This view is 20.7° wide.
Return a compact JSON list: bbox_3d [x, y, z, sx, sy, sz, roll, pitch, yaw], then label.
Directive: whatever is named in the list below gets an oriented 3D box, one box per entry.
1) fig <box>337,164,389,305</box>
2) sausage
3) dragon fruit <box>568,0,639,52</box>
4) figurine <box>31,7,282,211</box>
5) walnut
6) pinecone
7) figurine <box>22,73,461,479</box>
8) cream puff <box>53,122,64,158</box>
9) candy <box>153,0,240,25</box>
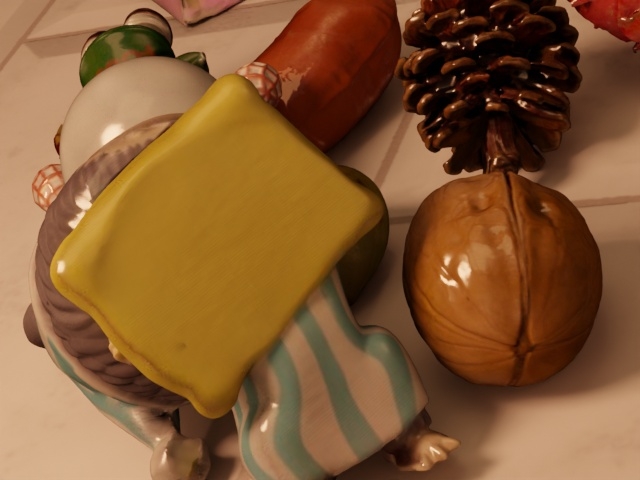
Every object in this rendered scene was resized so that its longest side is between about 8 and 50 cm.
[{"bbox_3d":[-0.004,-0.011,1.656,0.136,0.120,0.153,-17,33,17],"label":"fig"},{"bbox_3d":[0.001,-0.175,1.891,0.133,0.133,0.258,10,49,41],"label":"sausage"},{"bbox_3d":[0.363,-0.341,1.729,0.291,0.269,0.250,-47,-1,40],"label":"dragon fruit"},{"bbox_3d":[-0.180,-0.131,1.787,0.281,0.167,0.370,-27,31,4],"label":"figurine"},{"bbox_3d":[0.152,0.029,1.470,0.167,0.167,0.207,-17,35,10],"label":"walnut"},{"bbox_3d":[0.166,-0.152,1.715,0.186,0.212,0.169,6,-17,-26],"label":"pinecone"},{"bbox_3d":[-0.092,0.080,1.529,0.266,0.361,0.378,-32,0,-20],"label":"figurine"},{"bbox_3d":[-0.225,-0.112,1.977,0.149,0.084,0.149,-14,30,8],"label":"cream puff"},{"bbox_3d":[-0.202,-0.398,2.312,0.116,0.155,0.265,-28,33,-13],"label":"candy"}]
